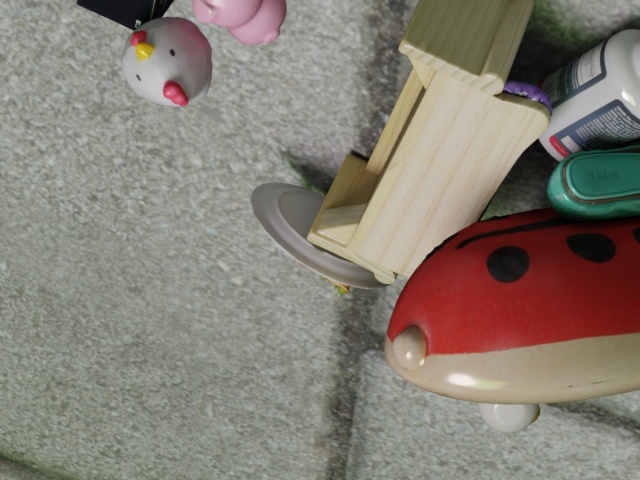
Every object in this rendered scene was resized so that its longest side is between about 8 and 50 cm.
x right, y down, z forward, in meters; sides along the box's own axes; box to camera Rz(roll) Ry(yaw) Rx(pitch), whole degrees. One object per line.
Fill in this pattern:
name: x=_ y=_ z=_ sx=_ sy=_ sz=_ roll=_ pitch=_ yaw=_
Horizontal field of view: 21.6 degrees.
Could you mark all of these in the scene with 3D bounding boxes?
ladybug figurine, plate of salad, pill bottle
ladybug figurine: x=0.258 y=0.057 z=1.770 sx=0.305 sy=0.449 sz=0.162 roll=13 pitch=109 yaw=49
plate of salad: x=0.000 y=0.000 z=2.016 sx=0.200 sy=0.200 sz=0.048 roll=31 pitch=115 yaw=-1
pill bottle: x=0.314 y=-0.157 z=1.744 sx=0.108 sy=0.108 sz=0.180 roll=44 pitch=137 yaw=-15

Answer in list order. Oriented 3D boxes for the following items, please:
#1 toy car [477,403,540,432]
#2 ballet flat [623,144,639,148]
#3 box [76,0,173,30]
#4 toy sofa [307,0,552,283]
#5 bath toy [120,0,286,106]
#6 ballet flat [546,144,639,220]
toy car: x=0.219 y=0.141 z=2.086 sx=0.182 sy=0.159 sz=0.136 roll=36 pitch=104 yaw=-6
ballet flat: x=0.382 y=-0.074 z=1.832 sx=0.188 sy=0.070 sz=0.070 roll=22 pitch=138 yaw=7
box: x=-0.183 y=-0.336 z=1.815 sx=0.093 sy=0.158 sz=0.156 roll=25 pitch=138 yaw=4
toy sofa: x=0.132 y=-0.113 z=1.862 sx=0.177 sy=0.150 sz=0.362 roll=24 pitch=139 yaw=-1
bath toy: x=-0.072 y=-0.263 z=1.730 sx=0.348 sy=0.129 sz=0.151 roll=-40 pitch=115 yaw=14
ballet flat: x=0.347 y=-0.064 z=1.758 sx=0.247 sy=0.083 sz=0.087 roll=-4 pitch=168 yaw=-17
